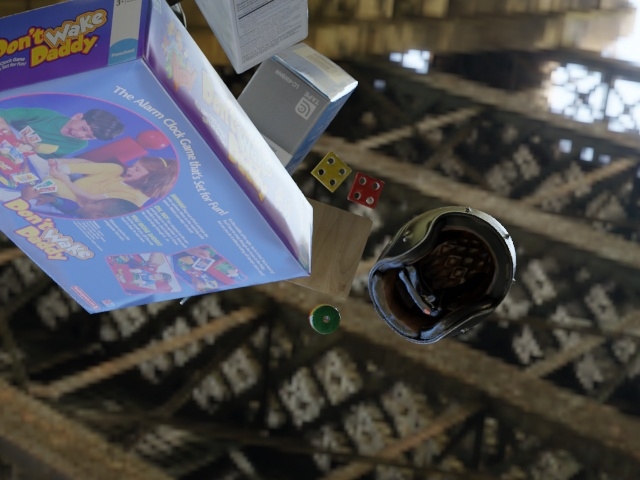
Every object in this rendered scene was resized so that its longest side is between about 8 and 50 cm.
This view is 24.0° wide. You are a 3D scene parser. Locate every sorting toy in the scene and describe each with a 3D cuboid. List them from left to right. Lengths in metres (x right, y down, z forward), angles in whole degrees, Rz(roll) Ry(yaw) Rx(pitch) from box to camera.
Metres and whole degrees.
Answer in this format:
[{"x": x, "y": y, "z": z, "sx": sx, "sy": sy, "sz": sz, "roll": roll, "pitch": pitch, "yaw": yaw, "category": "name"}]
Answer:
[{"x": 0.000, "y": 0.000, "z": 2.367, "sx": 0.132, "sy": 0.275, "sz": 0.046, "roll": 18, "pitch": -178, "yaw": -15, "category": "sorting toy"}]

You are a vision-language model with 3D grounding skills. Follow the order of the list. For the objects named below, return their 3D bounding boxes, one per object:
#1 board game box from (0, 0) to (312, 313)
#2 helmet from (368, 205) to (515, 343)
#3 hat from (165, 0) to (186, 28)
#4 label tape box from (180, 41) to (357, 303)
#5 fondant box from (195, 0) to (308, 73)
[{"x": -0.176, "y": -0.063, "z": 1.306, "sx": 0.233, "sy": 0.347, "sz": 0.078, "roll": -10, "pitch": -123, "yaw": 18, "category": "board game box"}, {"x": 0.157, "y": 0.037, "z": 1.872, "sx": 0.169, "sy": 0.169, "sz": 0.161, "roll": 25, "pitch": -133, "yaw": 38, "category": "helmet"}, {"x": -0.243, "y": -0.476, "z": 2.381, "sx": 0.134, "sy": 0.331, "sz": 0.331, "roll": -19, "pitch": -161, "yaw": 14, "category": "hat"}, {"x": -0.104, "y": -0.100, "z": 2.083, "sx": 0.115, "sy": 0.348, "sz": 0.249, "roll": 38, "pitch": -165, "yaw": 0, "category": "label tape box"}, {"x": -0.107, "y": -0.333, "z": 1.500, "sx": 0.096, "sy": 0.238, "sz": 0.330, "roll": -29, "pitch": 170, "yaw": -7, "category": "fondant box"}]
